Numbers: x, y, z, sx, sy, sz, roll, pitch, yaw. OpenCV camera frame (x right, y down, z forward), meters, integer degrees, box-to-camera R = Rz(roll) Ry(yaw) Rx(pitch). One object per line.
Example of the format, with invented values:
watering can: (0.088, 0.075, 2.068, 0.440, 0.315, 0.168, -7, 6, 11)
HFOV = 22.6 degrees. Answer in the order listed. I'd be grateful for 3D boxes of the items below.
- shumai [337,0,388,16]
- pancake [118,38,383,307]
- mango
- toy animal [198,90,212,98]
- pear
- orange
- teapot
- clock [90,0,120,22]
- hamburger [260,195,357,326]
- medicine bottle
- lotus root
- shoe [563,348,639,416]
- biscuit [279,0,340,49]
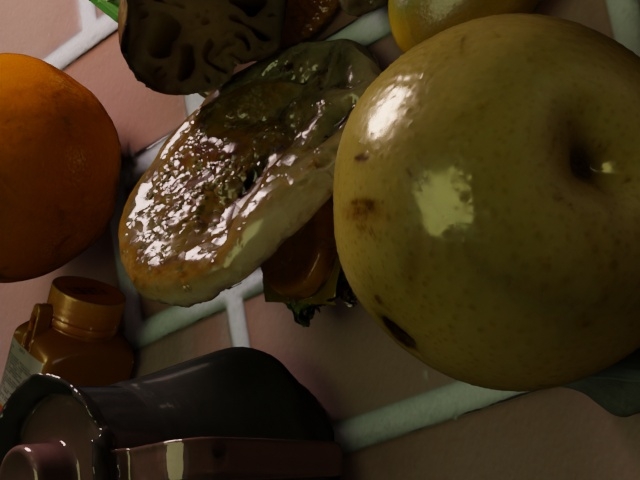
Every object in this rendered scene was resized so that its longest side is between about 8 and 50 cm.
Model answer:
shumai: (0.035, -0.360, 1.746, 0.209, 0.153, 0.161, -57, 30, 25)
pancake: (-0.082, -0.085, 1.795, 0.387, 0.082, 0.387, -30, 35, 23)
mango: (0.168, -0.281, 1.629, 0.251, 0.114, 0.156, -44, 45, 24)
toy animal: (-0.137, -0.159, 2.008, 0.086, 0.069, 0.219, -38, 63, 18)
pear: (0.174, -0.034, 1.435, 0.348, 0.348, 0.348, -4, 84, 49)
orange: (-0.417, -0.096, 2.153, 0.312, 0.312, 0.312, -4, 84, 49)
teapot: (-0.162, 0.265, 1.777, 0.376, 0.362, 0.305, -18, 74, 47)
clock: (-0.250, -0.439, 2.019, 0.220, 0.106, 0.255, 40, 125, 25)
hamburger: (-0.002, 0.003, 1.815, 0.164, 0.093, 0.189, 19, 100, 51)
medicine bottle: (-0.337, 0.167, 2.151, 0.112, 0.149, 0.222, 33, 112, 46)
lotus root: (-0.150, -0.293, 1.883, 0.180, 0.188, 0.199, -108, 20, -46)
shoe: (0.287, 0.124, 1.501, 0.195, 0.079, 0.078, 2, 124, 42)
biscuit: (-0.057, -0.351, 1.919, 0.254, 0.035, 0.253, 3, 95, 40)
